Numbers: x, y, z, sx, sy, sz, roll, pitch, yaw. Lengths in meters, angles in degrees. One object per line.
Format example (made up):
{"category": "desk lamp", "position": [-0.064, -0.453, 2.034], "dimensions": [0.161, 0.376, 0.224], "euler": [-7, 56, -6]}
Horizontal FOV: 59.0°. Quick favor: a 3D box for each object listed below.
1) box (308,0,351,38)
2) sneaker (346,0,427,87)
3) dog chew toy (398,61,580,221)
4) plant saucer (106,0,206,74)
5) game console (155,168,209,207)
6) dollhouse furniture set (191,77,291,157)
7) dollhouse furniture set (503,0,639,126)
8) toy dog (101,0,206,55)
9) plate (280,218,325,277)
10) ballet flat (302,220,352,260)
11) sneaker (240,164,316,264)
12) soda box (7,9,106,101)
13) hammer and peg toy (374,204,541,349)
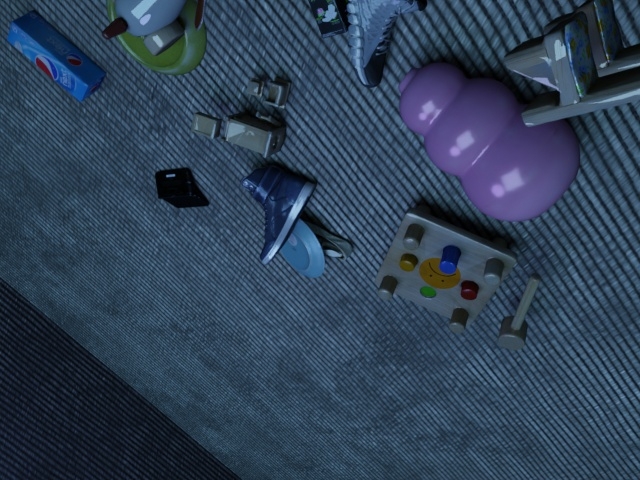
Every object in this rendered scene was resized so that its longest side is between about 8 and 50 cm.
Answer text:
{"category": "box", "position": [0.021, -0.413, 1.000], "dimensions": [0.052, 0.062, 0.083], "euler": [-2, 130, 32]}
{"category": "sneaker", "position": [0.118, -0.371, 0.973], "dimensions": [0.132, 0.086, 0.229], "euler": [5, 132, 22]}
{"category": "dog chew toy", "position": [0.278, -0.184, 0.990], "dimensions": [0.332, 0.206, 0.207], "euler": [38, 138, 3]}
{"category": "plant saucer", "position": [-0.354, -0.452, 1.189], "dimensions": [0.240, 0.037, 0.241], "euler": [15, 135, 15]}
{"category": "game console", "position": [-0.372, -0.138, 1.522], "dimensions": [0.122, 0.071, 0.107], "euler": [-2, 99, 30]}
{"category": "dollhouse furniture set", "position": [-0.163, -0.291, 1.226], "dimensions": [0.181, 0.101, 0.161], "euler": [21, 113, 10]}
{"category": "dollhouse furniture set", "position": [0.337, -0.374, 0.578], "dimensions": [0.256, 0.394, 0.362], "euler": [-9, 112, 42]}
{"category": "toy dog", "position": [-0.288, -0.449, 0.999], "dimensions": [0.220, 0.161, 0.334], "euler": [36, 140, -6]}
{"category": "plate", "position": [-0.062, 0.018, 1.441], "dimensions": [0.188, 0.024, 0.188], "euler": [34, 142, 32]}
{"category": "ballet flat", "position": [0.000, 0.000, 1.420], "dimensions": [0.168, 0.052, 0.057], "euler": [23, 139, 8]}
{"category": "sneaker", "position": [-0.132, -0.070, 1.348], "dimensions": [0.163, 0.086, 0.226], "euler": [28, 100, -1]}
{"category": "soda box", "position": [-0.618, -0.431, 1.328], "dimensions": [0.210, 0.071, 0.067], "euler": [41, 137, -12]}
{"category": "hammer and peg toy", "position": [0.323, 0.083, 1.269], "dimensions": [0.361, 0.127, 0.266], "euler": [24, 136, 6]}
